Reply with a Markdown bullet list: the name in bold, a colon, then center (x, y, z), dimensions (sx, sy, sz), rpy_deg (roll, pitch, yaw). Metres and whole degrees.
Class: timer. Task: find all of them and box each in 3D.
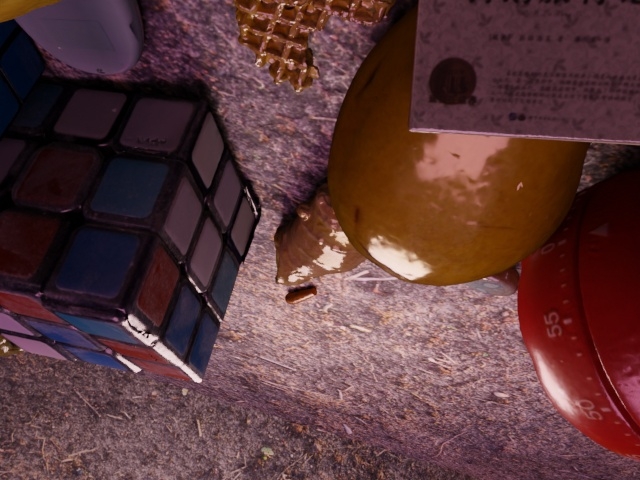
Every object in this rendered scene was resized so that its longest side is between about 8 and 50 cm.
- **timer**: center (0.445, 0.093, 0.746), dimensions (0.378, 0.377, 0.279), rpy_deg (27, 151, -23)

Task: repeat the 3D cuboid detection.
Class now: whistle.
- **whistle**: center (0.276, 0.051, 1.073), dimensions (0.220, 0.057, 0.107), rpy_deg (19, 164, -1)

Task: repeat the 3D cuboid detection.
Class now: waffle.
- **waffle**: center (-0.013, -0.256, 0.659), dimensions (0.194, 0.051, 0.149), rpy_deg (-20, 138, 37)

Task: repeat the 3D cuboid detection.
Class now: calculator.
- **calculator**: center (-0.319, -0.314, 0.690), dimensions (0.186, 0.041, 0.298), rpy_deg (7, 151, 10)

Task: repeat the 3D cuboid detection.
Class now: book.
- **book**: center (0.189, -0.235, 0.457), dimensions (0.217, 0.021, 0.310), rpy_deg (6, 111, 13)

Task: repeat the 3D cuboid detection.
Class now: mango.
- **mango**: center (0.167, -0.108, 0.669), dimensions (0.302, 0.220, 0.445), rpy_deg (28, 145, -2)

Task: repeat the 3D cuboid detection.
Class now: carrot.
- **carrot**: center (-0.047, 0.131, 1.362), dimensions (0.093, 0.032, 0.032), rpy_deg (-21, 136, 39)

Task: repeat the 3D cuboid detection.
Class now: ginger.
- **ginger**: center (0.000, 0.000, 1.031), dimensions (0.190, 0.126, 0.354), rpy_deg (18, 155, -29)

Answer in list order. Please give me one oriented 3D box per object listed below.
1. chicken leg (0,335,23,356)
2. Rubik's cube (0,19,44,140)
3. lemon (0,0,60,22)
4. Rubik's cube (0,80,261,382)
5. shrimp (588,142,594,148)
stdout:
- **chicken leg**: center (-0.595, 0.147, 0.905), dimensions (0.202, 0.152, 0.429), rpy_deg (9, 170, 5)
- **Rubik's cube**: center (-0.510, -0.246, 0.761), dimensions (0.180, 0.167, 0.183), rpy_deg (11, 149, 5)
- **lemon**: center (-0.307, -0.314, 0.395), dimensions (0.388, 0.349, 0.349), rpy_deg (21, 150, -5)
- **Rubik's cube**: center (-0.338, -0.003, 0.919), dimensions (0.359, 0.363, 0.362), rpy_deg (12, 155, 11)
- **shrimp**: center (0.357, -0.161, 0.686), dimensions (0.102, 0.042, 0.190), rpy_deg (7, 150, -5)
